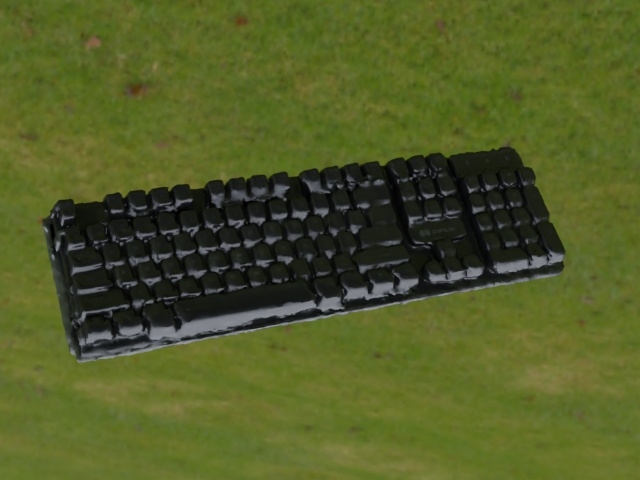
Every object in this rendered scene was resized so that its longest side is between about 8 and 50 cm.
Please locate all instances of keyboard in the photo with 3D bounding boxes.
[{"bbox_3d":[0.000,0.000,0.477,0.231,0.072,0.023,-9,152,-20],"label":"keyboard"}]
